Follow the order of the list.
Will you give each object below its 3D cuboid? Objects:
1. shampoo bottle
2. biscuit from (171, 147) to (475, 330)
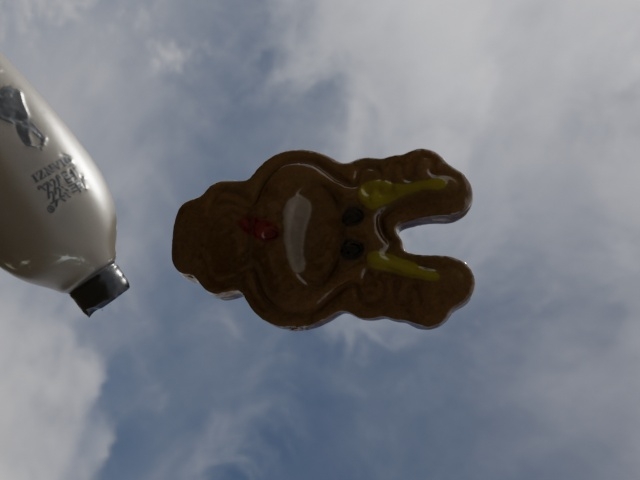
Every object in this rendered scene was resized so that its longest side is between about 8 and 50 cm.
[{"bbox_3d":[-0.235,-0.055,0.806,0.078,0.127,0.257,-29,-82,38],"label":"shampoo bottle"},{"bbox_3d":[-0.001,-0.001,1.011,0.295,0.044,0.186,-4,-110,11],"label":"biscuit"}]
